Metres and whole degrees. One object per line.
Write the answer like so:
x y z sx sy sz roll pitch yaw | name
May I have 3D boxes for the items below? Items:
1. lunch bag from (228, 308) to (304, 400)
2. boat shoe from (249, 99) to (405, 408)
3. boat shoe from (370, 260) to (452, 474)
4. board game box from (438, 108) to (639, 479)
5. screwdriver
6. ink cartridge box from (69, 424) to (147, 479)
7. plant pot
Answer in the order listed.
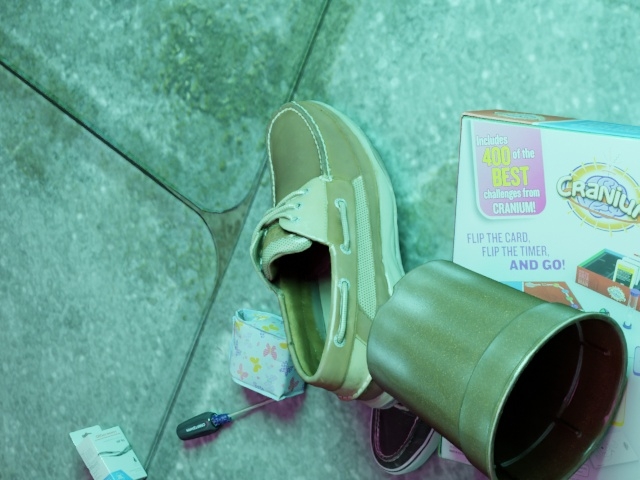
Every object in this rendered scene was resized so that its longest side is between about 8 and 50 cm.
-0.054 0.111 1.666 0.083 0.053 0.071 18 109 33 | lunch bag
0.000 0.000 1.525 0.123 0.116 0.324 -49 47 38 | boat shoe
0.081 0.122 1.550 0.077 0.070 0.219 27 113 32 | boat shoe
0.226 0.057 1.431 0.242 0.064 0.317 11 103 37 | board game box
-0.084 0.180 1.720 0.170 0.024 0.025 -19 56 36 | screwdriver
-0.233 0.235 1.826 0.028 0.048 0.083 -45 70 33 | ink cartridge box
0.137 0.104 1.374 0.165 0.167 0.167 29 114 41 | plant pot
